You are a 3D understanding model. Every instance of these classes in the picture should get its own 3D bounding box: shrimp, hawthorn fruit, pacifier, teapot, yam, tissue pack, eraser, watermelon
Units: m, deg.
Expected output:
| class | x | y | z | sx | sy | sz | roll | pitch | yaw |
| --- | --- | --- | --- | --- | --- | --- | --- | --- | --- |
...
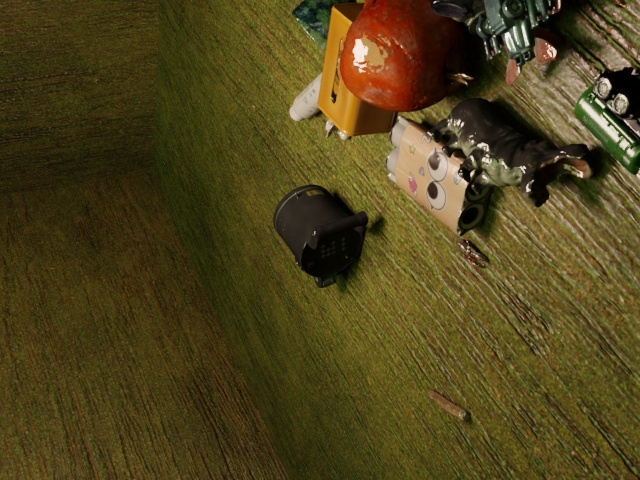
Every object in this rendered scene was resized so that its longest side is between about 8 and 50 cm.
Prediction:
| class | x | y | z | sx | sy | sz | roll | pitch | yaw |
| --- | --- | --- | --- | --- | --- | --- | --- | --- | --- |
| shrimp | 0.342 | 0.032 | 1.568 | 0.092 | 0.029 | 0.038 | 48 | 140 | 40 |
| hawthorn fruit | 0.195 | -0.387 | 1.458 | 0.307 | 0.276 | 0.276 | 42 | 138 | 30 |
| pacifier | 0.055 | -0.320 | 1.984 | 0.078 | 0.081 | 0.099 | 42 | 175 | 4 |
| teapot | 0.275 | -0.510 | 1.392 | 0.077 | 0.107 | 0.200 | -54 | 53 | 51 |
| yam | 0.323 | 0.419 | 1.764 | 0.145 | 0.032 | 0.032 | 25 | 122 | 60 |
| tissue pack | 0.104 | -0.427 | 1.738 | 0.194 | 0.145 | 0.274 | 51 | 144 | 41 |
| eraser | 0.263 | -0.154 | 1.584 | 0.290 | 0.087 | 0.171 | 48 | 140 | 46 |
| watermelon | 0.045 | -0.566 | 1.861 | 0.136 | 0.202 | 0.207 | -27 | 87 | 25 |

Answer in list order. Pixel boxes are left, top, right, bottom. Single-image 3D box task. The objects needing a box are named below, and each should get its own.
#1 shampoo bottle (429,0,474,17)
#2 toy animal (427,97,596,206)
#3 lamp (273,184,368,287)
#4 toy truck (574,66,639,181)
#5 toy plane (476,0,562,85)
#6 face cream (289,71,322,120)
| class | x | y | z | sx | sy | sz | roll | pitch | yaw |
| --- | --- | --- | --- | --- | --- | --- | --- | --- | --- |
| shampoo bottle | 0.269 | -0.542 | 1.339 | 0.049 | 0.087 | 0.233 | 95 | -172 | -73 |
| toy animal | 0.355 | -0.160 | 1.336 | 0.168 | 0.106 | 0.343 | -50 | 43 | 3 |
| lamp | -0.014 | -0.042 | 2.054 | 0.272 | 0.205 | 0.374 | 60 | 160 | 25 |
| toy truck | 0.501 | -0.172 | 1.082 | 0.125 | 0.101 | 0.242 | 101 | 150 | -46 |
| toy plane | 0.328 | -0.453 | 1.247 | 0.326 | 0.104 | 0.223 | 66 | 160 | 0 |
| face cream | -0.019 | -0.422 | 2.060 | 0.269 | 0.082 | 0.082 | -24 | 79 | 65 |
